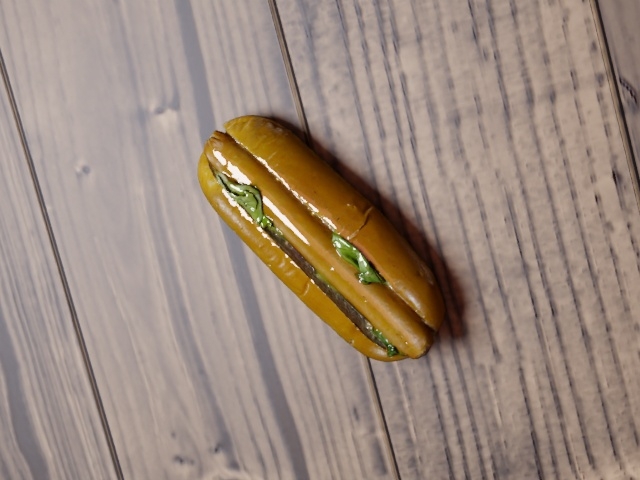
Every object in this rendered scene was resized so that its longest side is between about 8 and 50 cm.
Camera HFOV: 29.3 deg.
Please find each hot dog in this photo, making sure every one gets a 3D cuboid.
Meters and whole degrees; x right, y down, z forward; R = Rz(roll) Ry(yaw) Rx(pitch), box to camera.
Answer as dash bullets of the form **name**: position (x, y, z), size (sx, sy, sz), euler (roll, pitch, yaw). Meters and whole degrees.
- **hot dog**: position (0.000, 0.000, 0.998), size (0.249, 0.068, 0.100), euler (43, 106, 3)
